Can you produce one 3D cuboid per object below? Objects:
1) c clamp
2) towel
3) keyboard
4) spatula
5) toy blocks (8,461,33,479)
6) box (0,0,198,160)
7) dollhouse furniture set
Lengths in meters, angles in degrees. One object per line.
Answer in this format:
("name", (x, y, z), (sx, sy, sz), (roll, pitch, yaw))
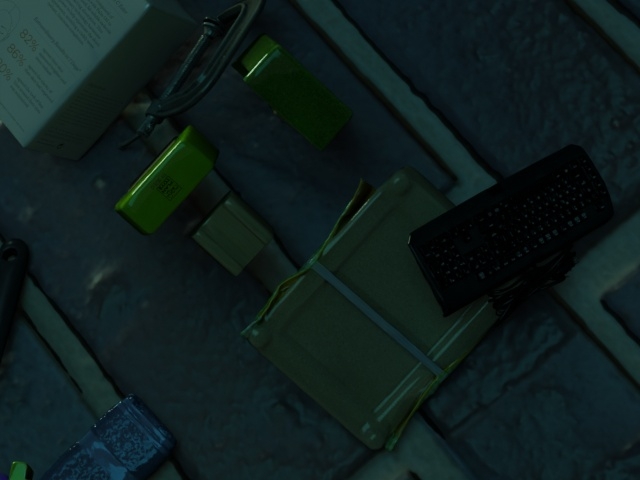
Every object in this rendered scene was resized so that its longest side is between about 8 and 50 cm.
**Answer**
("c clamp", (-0.111, -0.153, 1.615), (0.022, 0.137, 0.161), (41, 68, -19))
("towel", (-0.180, 0.190, 1.553), (0.119, 0.029, 0.067), (-44, 70, -4))
("keyboard", (0.168, -0.003, 1.489), (0.192, 0.038, 0.100), (-29, 91, -26))
("spatula", (-0.292, 0.138, 1.592), (0.084, 0.030, 0.296), (6, 74, 13))
("toy blocks", (-0.112, 0.282, 1.362), (0.260, 0.381, 0.191), (9, 76, -1))
("box", (-0.218, -0.178, 1.618), (0.170, 0.091, 0.130), (-45, 69, 13))
("dollhouse furniture set", (0.000, 0.000, 1.554), (0.301, 0.151, 0.197), (42, 92, -9))
